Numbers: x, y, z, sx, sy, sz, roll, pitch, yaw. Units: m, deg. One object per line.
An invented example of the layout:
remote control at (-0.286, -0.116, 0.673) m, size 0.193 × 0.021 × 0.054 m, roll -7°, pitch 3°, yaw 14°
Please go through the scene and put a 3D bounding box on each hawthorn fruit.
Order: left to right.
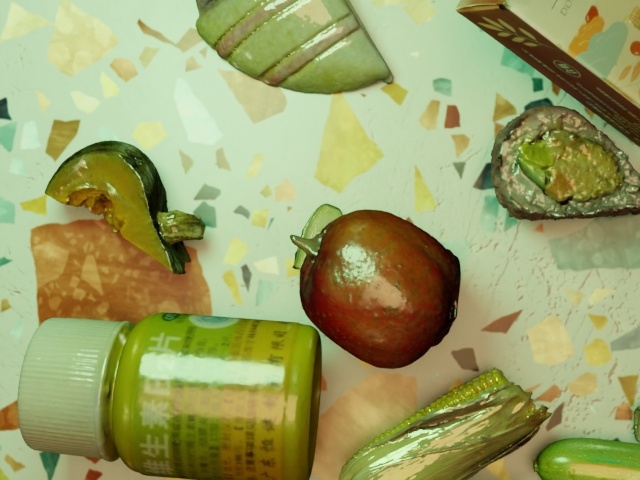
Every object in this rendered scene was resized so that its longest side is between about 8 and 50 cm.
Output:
hawthorn fruit at (0.069, 0.054, 1.284) m, size 0.249 × 0.215 × 0.215 m, roll 35°, pitch 90°, yaw -6°

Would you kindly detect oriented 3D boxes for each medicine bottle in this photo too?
medicine bottle at (-0.196, 0.211, 1.292) m, size 0.384 × 0.224 × 0.225 m, roll 4°, pitch 87°, yaw 5°

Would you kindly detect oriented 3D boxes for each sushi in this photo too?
sushi at (0.354, -0.110, 1.328) m, size 0.241 × 0.107 × 0.162 m, roll -3°, pitch 87°, yaw -4°

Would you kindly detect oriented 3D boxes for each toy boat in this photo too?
toy boat at (-0.058, -0.349, 1.378) m, size 0.275 × 0.111 × 0.294 m, roll -11°, pitch 96°, yaw 11°

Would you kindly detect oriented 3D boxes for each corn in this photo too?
corn at (0.170, 0.289, 1.309) m, size 0.305 × 0.122 × 0.123 m, roll -33°, pitch 86°, yaw 0°

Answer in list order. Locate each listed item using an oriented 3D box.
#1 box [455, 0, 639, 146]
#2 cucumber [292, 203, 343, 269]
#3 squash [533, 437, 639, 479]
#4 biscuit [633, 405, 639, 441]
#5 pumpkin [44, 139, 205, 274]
box at (0.423, -0.356, 1.244) m, size 0.385 × 0.122 × 0.345 m, roll 29°, pitch 88°, yaw -26°
cucumber at (0.000, 0.000, 1.383) m, size 0.067 × 0.035 × 0.108 m, roll 19°, pitch 87°, yaw -13°
squash at (0.393, 0.319, 1.308) m, size 0.187 × 0.095 × 0.095 m, roll 9°, pitch 87°, yaw 5°
biscuit at (0.554, 0.253, 1.317) m, size 0.219 × 0.055 × 0.061 m, roll -2°, pitch 97°, yaw 4°
pumpkin at (-0.267, -0.062, 1.361) m, size 0.248 × 0.131 × 0.126 m, roll 31°, pitch 89°, yaw 3°
